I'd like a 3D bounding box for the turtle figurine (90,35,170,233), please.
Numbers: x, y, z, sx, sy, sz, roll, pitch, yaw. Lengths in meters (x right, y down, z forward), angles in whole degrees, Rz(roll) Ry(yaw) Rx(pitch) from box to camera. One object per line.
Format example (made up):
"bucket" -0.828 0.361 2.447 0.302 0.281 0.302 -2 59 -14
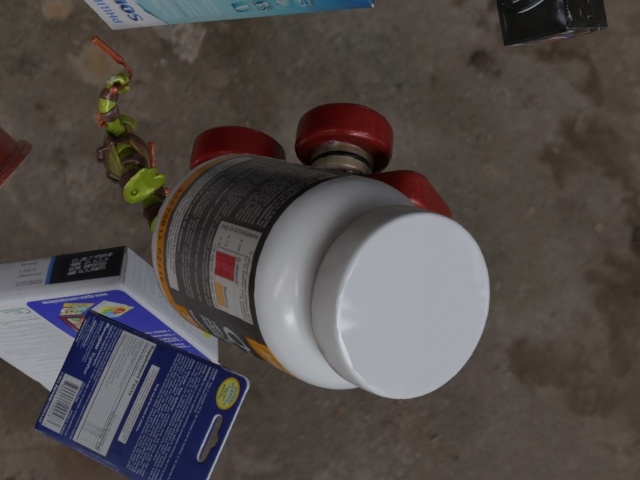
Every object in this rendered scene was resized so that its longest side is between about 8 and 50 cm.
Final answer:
"turtle figurine" -0.253 -0.118 1.523 0.087 0.269 0.217 -21 43 -9

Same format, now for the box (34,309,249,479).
"box" -0.173 0.167 1.148 0.036 0.225 0.136 36 75 -54

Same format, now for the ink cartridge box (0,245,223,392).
"ink cartridge box" -0.303 0.118 1.537 0.307 0.303 0.072 48 39 -53

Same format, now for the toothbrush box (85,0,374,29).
"toothbrush box" -0.113 -0.311 1.070 0.295 0.216 0.126 -2 68 23

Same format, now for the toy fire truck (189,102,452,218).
"toy fire truck" 0.000 0.000 1.222 0.254 0.302 0.169 44 45 -52

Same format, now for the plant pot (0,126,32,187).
"plant pot" -0.446 -0.097 1.016 0.265 0.272 0.272 51 54 -19

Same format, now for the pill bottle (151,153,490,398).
"pill bottle" -0.008 0.023 0.897 0.162 0.278 0.162 -7 103 -31

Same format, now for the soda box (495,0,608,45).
"soda box" 0.147 -0.221 0.788 0.060 0.053 0.169 -12 93 -46
